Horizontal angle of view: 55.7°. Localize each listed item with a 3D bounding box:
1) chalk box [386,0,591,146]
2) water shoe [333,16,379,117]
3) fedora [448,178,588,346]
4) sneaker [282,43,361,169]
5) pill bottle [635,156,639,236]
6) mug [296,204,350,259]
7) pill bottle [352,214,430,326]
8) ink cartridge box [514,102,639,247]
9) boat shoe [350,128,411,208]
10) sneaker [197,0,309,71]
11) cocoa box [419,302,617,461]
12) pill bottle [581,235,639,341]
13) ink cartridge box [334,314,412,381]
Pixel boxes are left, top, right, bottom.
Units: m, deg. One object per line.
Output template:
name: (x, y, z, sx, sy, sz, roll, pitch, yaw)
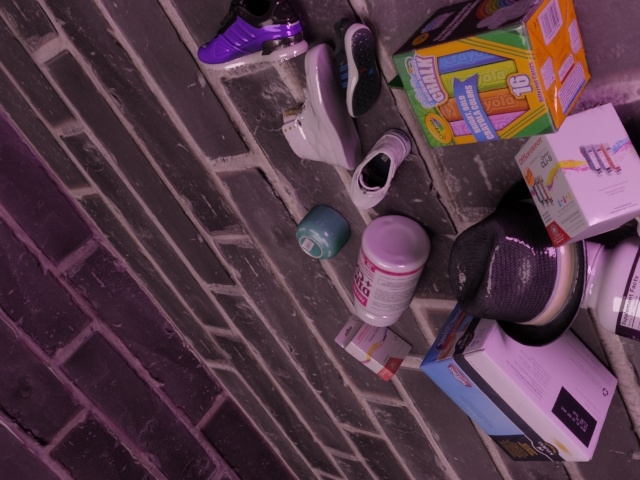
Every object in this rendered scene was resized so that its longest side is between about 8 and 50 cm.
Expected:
chalk box: (0.247, -0.273, 0.976, 0.288, 0.180, 0.179, 1, 130, 45)
water shoe: (0.068, -0.341, 1.192, 0.080, 0.072, 0.203, 51, 157, 36)
fedora: (0.344, 0.049, 1.142, 0.334, 0.152, 0.334, 175, 90, -74)
sneaker: (-0.024, -0.281, 1.299, 0.169, 0.108, 0.293, 13, 139, 30)
pill bottle: (0.553, -0.091, 0.938, 0.117, 0.117, 0.215, 17, 141, 31)
mug: (0.005, -0.002, 1.598, 0.129, 0.097, 0.158, 6, 133, 40)
pill bottle: (0.163, 0.084, 1.485, 0.160, 0.160, 0.283, 29, 145, 17)
ink cartridge box: (0.416, -0.101, 0.964, 0.128, 0.127, 0.176, 95, 156, -74)
boat shoe: (0.113, -0.141, 1.344, 0.095, 0.084, 0.258, 34, 146, 9)
sneaker: (-0.157, -0.444, 1.262, 0.293, 0.102, 0.146, 5, 125, 38)
cocoa box: (0.452, 0.307, 1.393, 0.347, 0.231, 0.228, 45, 147, -7)
pill bottle: (0.611, 0.099, 1.043, 0.322, 0.181, 0.182, 16, 140, 32)
ink cartridge box: (0.155, 0.305, 1.790, 0.198, 0.115, 0.067, 36, 147, 6)
